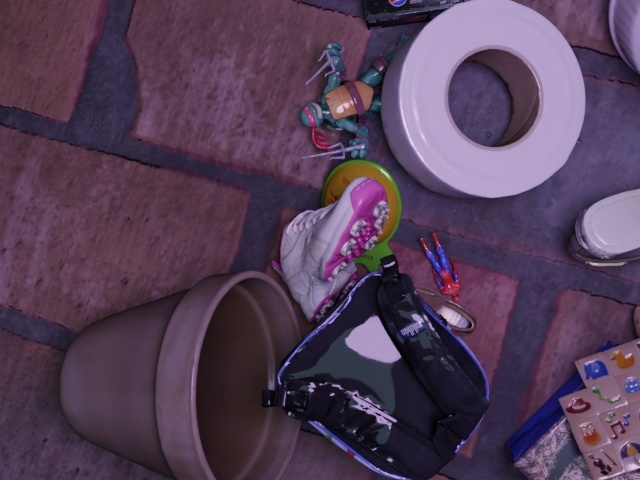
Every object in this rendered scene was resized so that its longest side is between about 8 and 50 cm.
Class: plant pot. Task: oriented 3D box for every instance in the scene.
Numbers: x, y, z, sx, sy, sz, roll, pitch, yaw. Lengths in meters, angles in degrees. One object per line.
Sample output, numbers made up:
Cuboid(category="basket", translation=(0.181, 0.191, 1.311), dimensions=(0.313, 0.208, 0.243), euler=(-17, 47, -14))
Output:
Cuboid(category="plant pot", translation=(-0.213, 0.207, 1.130), dimensions=(0.281, 0.323, 0.322), euler=(-2, 88, 25))

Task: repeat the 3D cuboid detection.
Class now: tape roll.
Cuboid(category="tape roll", translation=(0.235, -0.203, 1.118), dimensions=(0.287, 0.100, 0.285), euler=(0, 92, -11))

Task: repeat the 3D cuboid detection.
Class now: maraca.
Cuboid(category="maraca", translation=(0.064, -0.036, 1.184), dimensions=(0.127, 0.099, 0.185), euler=(7, 114, 20))

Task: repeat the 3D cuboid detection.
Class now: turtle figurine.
Cuboid(category="turtle figurine", translation=(0.051, -0.221, 1.180), dimensions=(0.234, 0.118, 0.175), euler=(-25, 100, -9))

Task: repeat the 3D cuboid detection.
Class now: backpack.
Cuboid(category="backpack", translation=(0.098, 0.204, 1.106), dimensions=(0.263, 0.213, 0.276), euler=(44, 92, 7))

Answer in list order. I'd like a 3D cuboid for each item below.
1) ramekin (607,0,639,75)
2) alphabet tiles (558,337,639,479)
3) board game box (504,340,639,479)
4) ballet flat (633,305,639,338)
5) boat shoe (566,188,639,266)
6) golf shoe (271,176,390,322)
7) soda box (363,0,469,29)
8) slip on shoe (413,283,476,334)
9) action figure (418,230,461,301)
Cuboid(category="ramekin", translation=(0.542, -0.308, 1.039), dimensions=(0.273, 0.127, 0.272), euler=(6, 129, 8))
Cuboid(category="alphabet tiles", translation=(0.442, 0.216, 0.980), dimensions=(0.237, 0.009, 0.198), euler=(-24, 56, 12))
Cuboid(category="board game box", translation=(0.455, 0.329, 1.091), dimensions=(0.291, 0.141, 0.232), euler=(43, 94, 7))
Cuboid(category="ballet flat", translation=(0.561, 0.090, 1.124), dimensions=(0.206, 0.073, 0.067), euler=(-19, 71, 3))
Cuboid(category="boat shoe", translation=(0.506, -0.033, 1.117), dimensions=(0.305, 0.091, 0.109), euler=(-13, 72, -11))
Cuboid(category="golf shoe", translation=(0.000, 0.000, 1.111), dimensions=(0.115, 0.306, 0.140), euler=(-33, 70, -36))
Cuboid(category="soda box", translation=(0.153, -0.378, 1.202), dimensions=(0.169, 0.053, 0.060), euler=(-6, 87, 7))
Cuboid(category="slip on shoe", translation=(0.178, 0.108, 1.187), dimensions=(0.135, 0.041, 0.051), euler=(29, 92, 8))
Cuboid(category="action figure", translation=(0.192, 0.044, 1.195), dimensions=(0.038, 0.030, 0.115), euler=(-23, 90, 12))
